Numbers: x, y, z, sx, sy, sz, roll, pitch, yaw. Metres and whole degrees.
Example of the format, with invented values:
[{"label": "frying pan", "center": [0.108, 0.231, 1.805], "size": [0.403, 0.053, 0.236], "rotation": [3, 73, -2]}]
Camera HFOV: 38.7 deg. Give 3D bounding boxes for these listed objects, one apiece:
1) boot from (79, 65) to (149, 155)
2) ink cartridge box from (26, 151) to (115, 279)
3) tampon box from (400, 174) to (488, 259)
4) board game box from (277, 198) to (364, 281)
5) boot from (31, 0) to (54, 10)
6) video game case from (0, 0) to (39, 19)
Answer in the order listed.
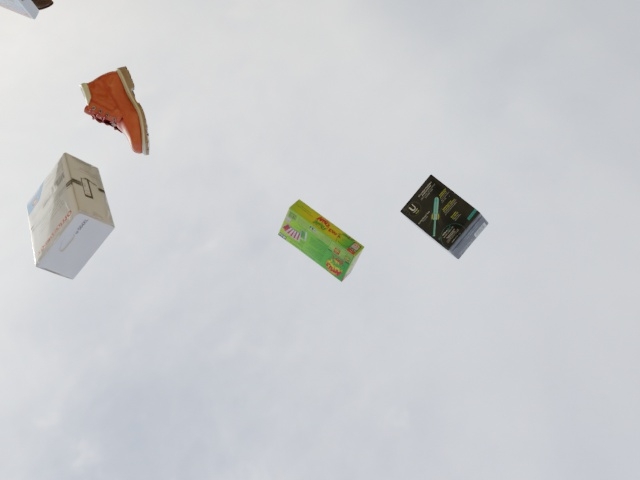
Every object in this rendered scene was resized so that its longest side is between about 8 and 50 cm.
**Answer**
[{"label": "boot", "center": [-0.306, -0.185, 1.365], "size": [0.084, 0.059, 0.158], "rotation": [-19, -116, -18]}, {"label": "ink cartridge box", "center": [-0.482, -0.047, 1.745], "size": [0.086, 0.148, 0.203], "rotation": [27, -156, -38]}, {"label": "tampon box", "center": [0.297, -0.056, 2.184], "size": [0.161, 0.101, 0.120], "rotation": [42, -87, 26]}, {"label": "board game box", "center": [0.000, 0.000, 2.003], "size": [0.181, 0.092, 0.043], "rotation": [37, -134, 11]}, {"label": "boot", "center": [-0.697, -0.607, 2.176], "size": [0.106, 0.114, 0.037], "rotation": [-13, -136, -19]}, {"label": "video game case", "center": [-0.677, -0.527, 1.737], "size": [0.204, 0.285, 0.025], "rotation": [23, -100, 8]}]
